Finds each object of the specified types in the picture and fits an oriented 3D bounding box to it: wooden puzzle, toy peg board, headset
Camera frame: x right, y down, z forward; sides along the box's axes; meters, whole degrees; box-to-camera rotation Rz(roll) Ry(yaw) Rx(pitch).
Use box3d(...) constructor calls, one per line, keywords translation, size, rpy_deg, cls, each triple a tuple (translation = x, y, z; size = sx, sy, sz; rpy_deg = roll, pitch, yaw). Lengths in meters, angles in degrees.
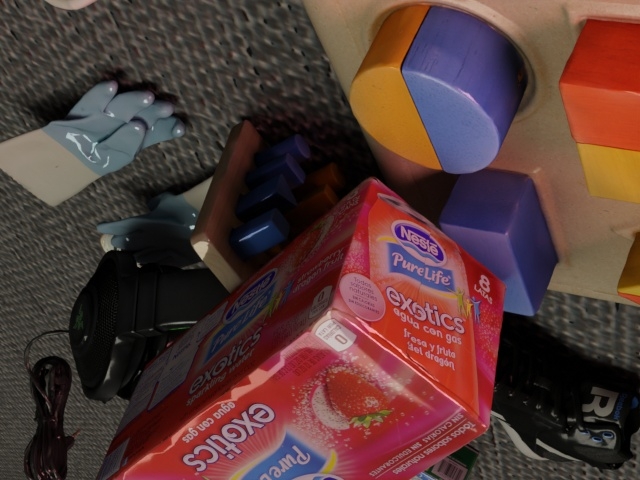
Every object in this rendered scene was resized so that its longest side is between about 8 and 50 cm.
box3d(translation=(0.148, -0.037, 0.793), size=(0.348, 0.080, 0.322), rpy_deg=(15, 152, 31), cls="wooden puzzle")
box3d(translation=(0.000, 0.000, 0.978), size=(0.079, 0.161, 0.160), rpy_deg=(-26, 116, 23), cls="toy peg board")
box3d(translation=(-0.125, 0.120, 1.225), size=(0.394, 0.185, 0.243), rpy_deg=(-12, 157, 38), cls="headset")

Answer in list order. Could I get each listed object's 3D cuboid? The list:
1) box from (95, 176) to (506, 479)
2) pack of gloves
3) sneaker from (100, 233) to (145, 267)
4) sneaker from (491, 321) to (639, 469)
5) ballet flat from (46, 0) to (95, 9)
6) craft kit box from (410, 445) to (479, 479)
box3d(translation=(-0.015, 0.097, 0.862), size=(0.122, 0.128, 0.257), rpy_deg=(38, 127, -17), cls="box")
box3d(translation=(-0.146, -0.059, 1.159), size=(0.195, 0.046, 0.232), rpy_deg=(42, 144, -25), cls="pack of gloves")
box3d(translation=(-0.180, 0.020, 1.347), size=(0.037, 0.032, 0.083), rpy_deg=(6, 147, 44), cls="sneaker")
box3d(translation=(0.175, 0.108, 1.064), size=(0.121, 0.079, 0.217), rpy_deg=(0, 151, 44), cls="sneaker")
box3d(translation=(-0.195, -0.271, 0.671), size=(0.139, 0.139, 0.400), rpy_deg=(9, 148, 41), cls="ballet flat")
box3d(translation=(0.016, 0.208, 1.463), size=(0.250, 0.061, 0.246), rpy_deg=(31, 154, -1), cls="craft kit box")
